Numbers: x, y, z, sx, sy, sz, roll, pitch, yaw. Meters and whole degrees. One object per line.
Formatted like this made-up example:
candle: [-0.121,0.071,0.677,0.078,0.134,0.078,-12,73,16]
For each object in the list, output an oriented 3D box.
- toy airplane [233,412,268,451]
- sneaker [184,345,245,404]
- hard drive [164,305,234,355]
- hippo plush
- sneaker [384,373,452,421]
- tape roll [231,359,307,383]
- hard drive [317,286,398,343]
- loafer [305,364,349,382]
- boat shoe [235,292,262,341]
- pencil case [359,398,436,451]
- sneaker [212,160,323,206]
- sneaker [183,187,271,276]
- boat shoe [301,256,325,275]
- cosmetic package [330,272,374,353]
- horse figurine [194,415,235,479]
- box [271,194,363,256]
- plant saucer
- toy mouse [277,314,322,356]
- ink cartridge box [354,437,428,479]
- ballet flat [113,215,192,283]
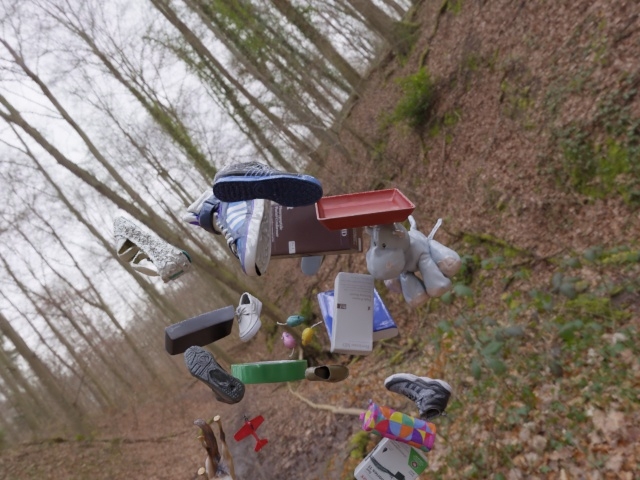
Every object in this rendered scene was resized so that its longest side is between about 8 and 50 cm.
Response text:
toy airplane: [-0.249,0.717,1.753,0.028,0.151,0.151,-32,-2,39]
sneaker: [-0.329,0.424,1.455,0.087,0.227,0.130,-48,-13,-34]
hard drive: [-0.438,0.334,1.733,0.254,0.054,0.172,-16,-33,-30]
hippo plush: [0.263,0.035,1.385,0.236,0.234,0.294,26,-102,-45]
sneaker: [0.376,0.620,1.865,0.153,0.268,0.101,-66,-28,-47]
tape roll: [-0.214,0.552,1.996,0.321,0.077,0.321,-3,-13,-1]
hard drive: [0.114,0.244,1.596,0.210,0.040,0.319,-12,21,-4]
loafer: [0.027,0.416,1.475,0.148,0.056,0.050,1,-18,-23]
boat shoe: [-0.278,0.281,1.784,0.096,0.088,0.267,-38,18,16]
pencil case: [0.250,0.598,1.521,0.104,0.236,0.104,-159,90,-89]
sneaker: [-0.110,-0.129,1.006,0.090,0.232,0.081,-89,4,-47]
sneaker: [-0.264,-0.027,1.307,0.236,0.323,0.130,-6,-39,7]
boat shoe: [0.004,0.002,2.009,0.105,0.113,0.306,-37,-39,-73]
cosmetic package: [0.097,0.220,1.417,0.117,0.231,0.085,5,-22,-4]
horse figurine: [-0.192,0.448,0.870,0.066,0.175,0.263,-10,24,-11]
box: [-0.051,-0.039,1.674,0.381,0.191,0.143,-6,-8,20]
plant saucer: [0.117,-0.087,1.341,0.258,0.048,0.259,-7,17,0]
toy mouse: [-0.095,0.313,1.628,0.161,0.143,0.031,-61,-20,-5]
ink cartridge box: [0.236,0.762,1.588,0.208,0.153,0.087,-47,-13,-2]
ballet flat: [-0.607,0.030,1.601,0.147,0.408,0.147,-32,-46,-42]
